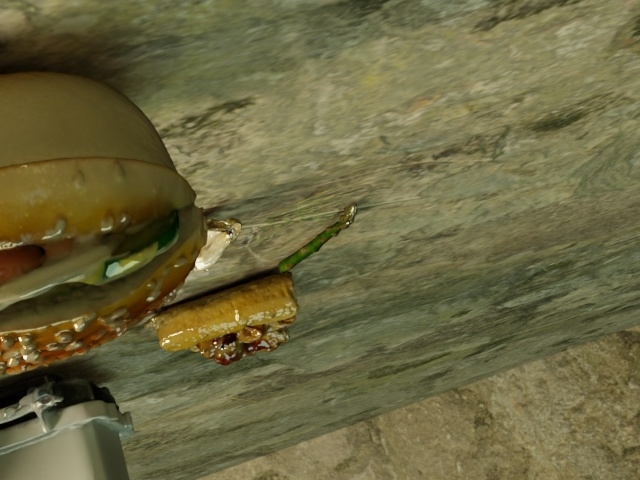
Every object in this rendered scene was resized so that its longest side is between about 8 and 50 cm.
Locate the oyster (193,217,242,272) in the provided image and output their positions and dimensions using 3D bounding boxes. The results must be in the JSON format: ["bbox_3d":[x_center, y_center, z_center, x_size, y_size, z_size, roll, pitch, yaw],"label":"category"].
[{"bbox_3d":[-0.102,0.001,1.270,0.093,0.034,0.051,-9,154,8],"label":"oyster"}]

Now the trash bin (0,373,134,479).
[{"bbox_3d":[-0.291,0.340,1.696,0.256,0.368,0.296,-18,168,-3],"label":"trash bin"}]

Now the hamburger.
[{"bbox_3d":[-0.172,0.001,0.865,0.237,0.147,0.237,-16,171,-3],"label":"hamburger"}]

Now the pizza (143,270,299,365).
[{"bbox_3d":[-0.083,0.090,1.616,0.154,0.069,0.194,-21,167,4],"label":"pizza"}]

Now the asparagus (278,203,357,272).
[{"bbox_3d":[0.000,0.000,1.469,0.016,0.016,0.163,7,159,-24],"label":"asparagus"}]
